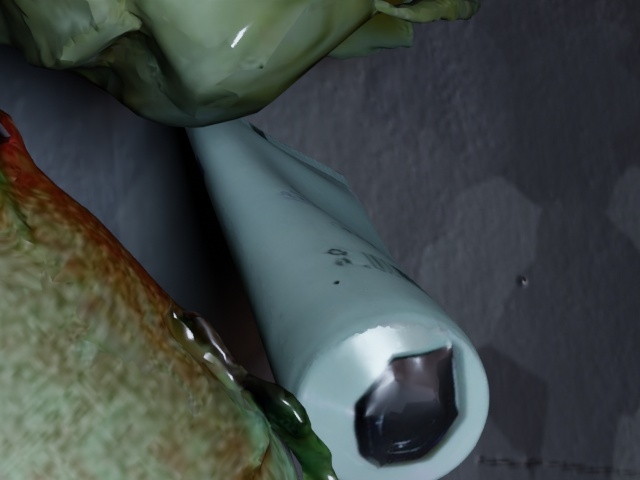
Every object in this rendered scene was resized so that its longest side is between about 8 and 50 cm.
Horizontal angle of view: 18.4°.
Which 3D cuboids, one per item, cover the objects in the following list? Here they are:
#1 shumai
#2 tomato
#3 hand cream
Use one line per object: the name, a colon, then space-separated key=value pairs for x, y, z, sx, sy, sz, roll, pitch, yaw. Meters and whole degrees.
shumai: x=-0.044 y=-0.215 z=0.768 sx=0.395 sy=0.395 sz=0.348 roll=1 pitch=82 yaw=-33
tomato: x=-0.148 y=0.103 z=0.685 sx=0.239 sy=0.303 sz=0.303 roll=-43 pitch=103 yaw=-17
hand cream: x=0.000 y=0.000 z=0.801 sx=0.109 sy=0.321 sz=0.067 roll=31 pitch=104 yaw=-21
